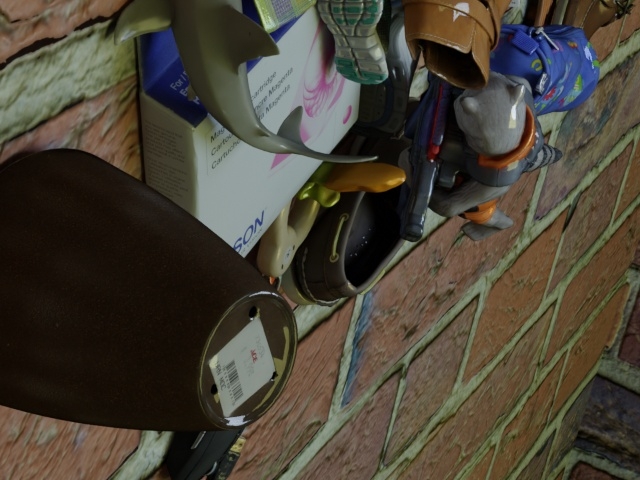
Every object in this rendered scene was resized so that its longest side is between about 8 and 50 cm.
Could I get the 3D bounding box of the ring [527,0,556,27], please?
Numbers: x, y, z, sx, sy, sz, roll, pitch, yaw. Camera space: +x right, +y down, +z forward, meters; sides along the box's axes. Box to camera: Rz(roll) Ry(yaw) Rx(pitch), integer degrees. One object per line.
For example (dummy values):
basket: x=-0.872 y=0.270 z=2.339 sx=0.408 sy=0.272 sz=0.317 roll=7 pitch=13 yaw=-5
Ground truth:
ring: x=0.248 y=-0.268 z=2.395 sx=0.336 sy=0.032 sz=0.336 roll=-53 pitch=157 yaw=-34

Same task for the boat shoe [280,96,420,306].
boat shoe: x=0.073 y=-0.050 z=2.021 sx=0.324 sy=0.097 sz=0.116 roll=-52 pitch=124 yaw=-34

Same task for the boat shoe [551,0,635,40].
boat shoe: x=0.414 y=-0.370 z=2.547 sx=0.110 sy=0.104 sz=0.307 roll=80 pitch=31 yaw=-72

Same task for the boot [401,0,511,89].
boot: x=0.093 y=-0.288 z=1.661 sx=0.283 sy=0.109 sz=0.220 roll=34 pitch=63 yaw=-48

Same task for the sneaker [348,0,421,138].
sneaker: x=0.072 y=-0.259 z=1.859 sx=0.129 sy=0.111 sz=0.297 roll=-67 pitch=173 yaw=-54

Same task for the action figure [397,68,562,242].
action figure: x=0.192 y=-0.153 z=1.934 sx=0.330 sy=0.179 sz=0.341 roll=19 pitch=81 yaw=-84

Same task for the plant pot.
plant pot: x=-0.137 y=0.060 z=1.335 sx=0.215 sy=0.230 sz=0.215 roll=-24 pitch=123 yaw=-43

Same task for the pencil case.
pencil case: x=0.279 y=-0.226 z=2.286 sx=0.133 sy=0.119 sz=0.306 roll=-49 pitch=167 yaw=20

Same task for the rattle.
rattle: x=0.000 y=0.000 z=1.878 sx=0.130 sy=0.143 sz=0.199 roll=-63 pitch=168 yaw=-84

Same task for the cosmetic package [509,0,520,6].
cosmetic package: x=0.214 y=-0.391 z=2.081 sx=0.239 sy=0.060 sz=0.098 roll=80 pitch=16 yaw=-58

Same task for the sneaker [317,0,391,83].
sneaker: x=0.037 y=-0.225 z=1.657 sx=0.166 sy=0.065 sz=0.076 roll=84 pitch=17 yaw=-56

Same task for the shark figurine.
shark figurine: x=-0.059 y=-0.147 z=1.466 sx=0.166 sy=0.116 sz=0.278 roll=-46 pitch=126 yaw=-34

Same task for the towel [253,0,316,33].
towel: x=-0.036 y=-0.227 z=1.578 sx=0.083 sy=0.009 sz=0.060 roll=-41 pitch=121 yaw=-42

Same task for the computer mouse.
computer mouse: x=-0.108 y=0.224 z=1.952 sx=0.184 sy=0.060 sz=0.262 roll=-2 pitch=114 yaw=-68

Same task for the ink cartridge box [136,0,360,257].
ink cartridge box: x=-0.055 y=-0.153 z=1.656 sx=0.324 sy=0.071 sz=0.330 roll=-52 pitch=157 yaw=-37
